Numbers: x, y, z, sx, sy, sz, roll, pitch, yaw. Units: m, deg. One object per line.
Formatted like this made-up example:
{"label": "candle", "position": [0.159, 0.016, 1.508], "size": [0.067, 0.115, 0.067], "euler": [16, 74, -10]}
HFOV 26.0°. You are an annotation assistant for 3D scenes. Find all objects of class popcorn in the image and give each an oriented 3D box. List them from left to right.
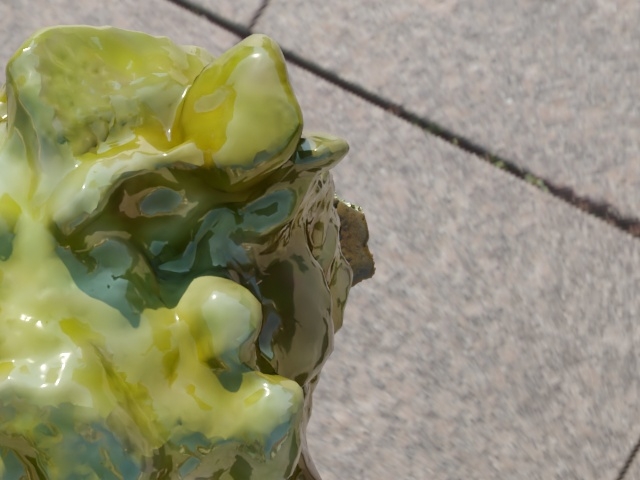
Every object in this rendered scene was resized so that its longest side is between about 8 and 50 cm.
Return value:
{"label": "popcorn", "position": [-0.067, 0.019, 0.465], "size": [0.185, 0.167, 0.187], "euler": [-61, 30, -3]}

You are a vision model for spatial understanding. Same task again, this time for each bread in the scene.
{"label": "bread", "position": [0.000, 0.000, 1.734], "size": [0.128, 0.069, 0.140], "euler": [-18, 92, -5]}
